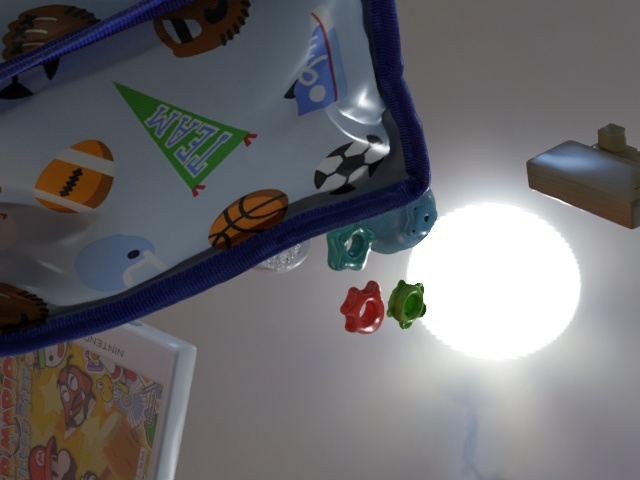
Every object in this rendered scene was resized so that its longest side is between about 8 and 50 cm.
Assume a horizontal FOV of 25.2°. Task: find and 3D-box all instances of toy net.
[{"bbox_3d":[0.000,0.000,0.991,0.045,0.232,0.122,18,-82,41],"label":"toy net"}]

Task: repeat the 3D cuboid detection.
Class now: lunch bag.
[{"bbox_3d":[-0.184,-0.112,0.842,0.385,0.239,0.328,-25,-138,-9],"label":"lunch bag"}]

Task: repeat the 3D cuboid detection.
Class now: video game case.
[{"bbox_3d":[-0.191,0.159,1.110,0.206,0.227,0.026,19,-167,39],"label":"video game case"}]

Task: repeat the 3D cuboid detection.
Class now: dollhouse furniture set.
[{"bbox_3d":[0.274,-0.018,1.152,0.151,0.123,0.144,-26,-148,-27],"label":"dollhouse furniture set"}]
